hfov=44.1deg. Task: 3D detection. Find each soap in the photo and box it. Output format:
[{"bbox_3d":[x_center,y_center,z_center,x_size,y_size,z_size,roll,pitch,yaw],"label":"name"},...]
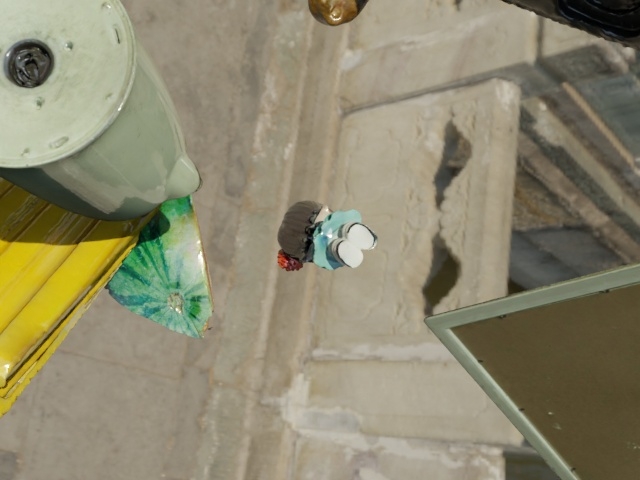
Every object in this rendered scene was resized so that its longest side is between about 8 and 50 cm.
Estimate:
[{"bbox_3d":[-0.334,0.021,0.850,0.204,0.096,0.324,27,41,0],"label":"soap"}]

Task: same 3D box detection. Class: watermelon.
[{"bbox_3d":[-0.226,0.015,1.037,0.128,0.146,0.231,87,-10,-48],"label":"watermelon"}]

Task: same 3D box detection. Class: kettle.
[{"bbox_3d":[-0.235,-0.122,0.699,0.255,0.240,0.165,72,41,-81],"label":"kettle"}]

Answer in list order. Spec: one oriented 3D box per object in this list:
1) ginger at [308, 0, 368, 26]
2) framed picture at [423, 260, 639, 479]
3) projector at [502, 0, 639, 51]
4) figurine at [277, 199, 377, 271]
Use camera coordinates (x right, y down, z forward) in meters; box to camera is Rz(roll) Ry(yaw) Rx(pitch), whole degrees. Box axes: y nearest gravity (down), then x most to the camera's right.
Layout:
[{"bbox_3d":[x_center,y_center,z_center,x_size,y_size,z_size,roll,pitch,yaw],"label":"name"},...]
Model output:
[{"bbox_3d":[0.075,-0.517,1.203,0.418,0.176,0.254,-66,170,-47],"label":"ginger"},{"bbox_3d":[0.259,0.133,0.658,0.296,0.232,0.019,49,45,-22],"label":"framed picture"},{"bbox_3d":[0.354,-0.486,0.932,0.405,0.395,0.242,-60,160,-9],"label":"projector"},{"bbox_3d":[0.000,0.000,1.388,0.110,0.245,0.138,38,80,-23],"label":"figurine"}]
